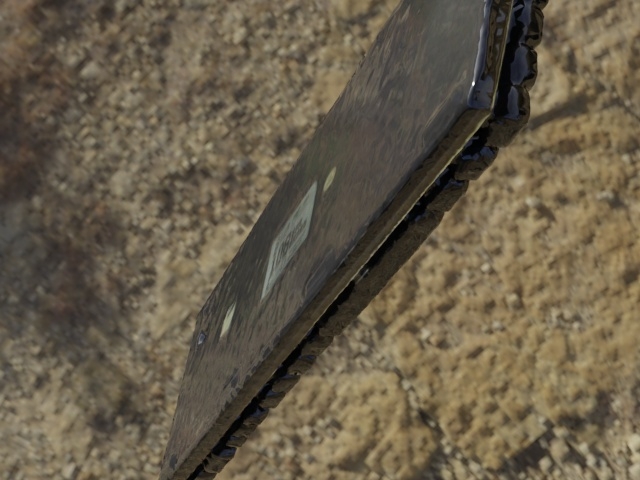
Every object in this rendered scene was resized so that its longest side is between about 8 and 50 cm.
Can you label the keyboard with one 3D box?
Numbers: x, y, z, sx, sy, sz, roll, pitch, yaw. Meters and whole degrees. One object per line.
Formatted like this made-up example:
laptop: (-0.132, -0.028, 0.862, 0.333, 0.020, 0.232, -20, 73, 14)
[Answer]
keyboard: (0.000, 0.000, 0.464, 0.027, 0.317, 0.106, 19, 58, -11)
